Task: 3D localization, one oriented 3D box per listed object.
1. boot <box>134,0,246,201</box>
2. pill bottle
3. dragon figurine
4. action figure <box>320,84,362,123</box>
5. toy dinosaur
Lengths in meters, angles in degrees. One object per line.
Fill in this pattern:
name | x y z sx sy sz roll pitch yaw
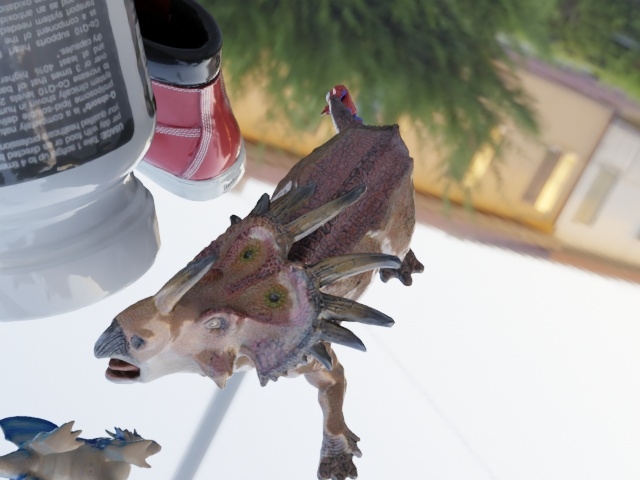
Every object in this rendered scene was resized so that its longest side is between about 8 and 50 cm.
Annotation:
boot | -0.167 -0.139 0.862 0.244 0.088 0.176 23 150 19
pill bottle | -0.177 -0.107 0.666 0.162 0.278 0.162 -7 -155 3
dragon figurine | -0.254 0.208 1.145 0.289 0.085 0.144 13 168 -41
action figure | 0.020 -0.094 0.968 0.038 0.030 0.115 61 -172 -29
toy dinosaur | 0.000 0.000 0.702 0.127 0.200 0.296 20 -125 9
